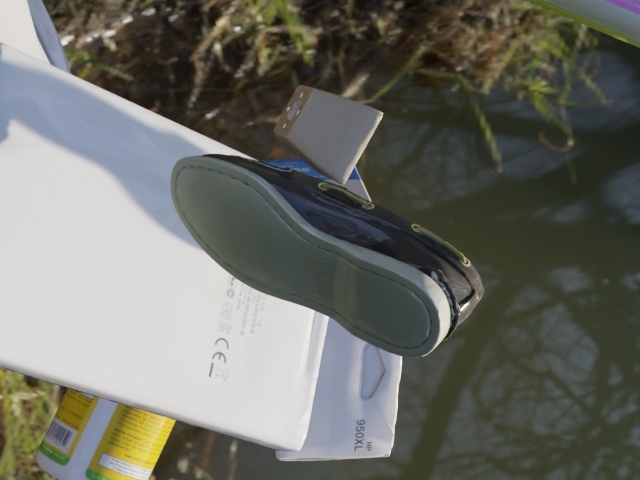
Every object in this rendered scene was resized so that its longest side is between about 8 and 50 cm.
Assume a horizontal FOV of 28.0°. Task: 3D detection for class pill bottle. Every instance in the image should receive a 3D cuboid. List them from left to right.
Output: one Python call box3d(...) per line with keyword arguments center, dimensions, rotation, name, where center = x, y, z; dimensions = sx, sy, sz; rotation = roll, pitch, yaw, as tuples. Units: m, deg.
box3d(center=(-0.235, 0.185, 1.567), dimensions=(0.136, 0.136, 0.246), rotation=(29, 83, -33), name="pill bottle")

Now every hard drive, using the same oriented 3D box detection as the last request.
box3d(center=(-0.126, 0.016, 0.946), dimensions=(0.318, 0.040, 0.210), rotation=(23, 69, -34), name="hard drive")

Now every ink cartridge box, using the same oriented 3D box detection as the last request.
box3d(center=(-0.003, 0.086, 1.818), dimensions=(0.166, 0.395, 0.286), rotation=(-2, 115, -9), name="ink cartridge box")

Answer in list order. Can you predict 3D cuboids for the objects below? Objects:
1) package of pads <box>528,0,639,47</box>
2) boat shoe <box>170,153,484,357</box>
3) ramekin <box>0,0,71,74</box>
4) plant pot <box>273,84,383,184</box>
box3d(center=(0.199, -0.204, 0.622), dimensions=(0.296, 0.101, 0.229), rotation=(20, 98, -11), name="package of pads")
box3d(center=(0.000, 0.000, 0.854), dimensions=(0.068, 0.227, 0.081), rotation=(-32, 143, -45), name="boat shoe")
box3d(center=(-0.406, -0.228, 1.489), dimensions=(0.127, 0.273, 0.273), rotation=(-24, 108, 10), name="ramekin")
box3d(center=(0.002, -0.151, 1.708), dimensions=(0.096, 0.109, 0.109), rotation=(29, 91, -20), name="plant pot")
